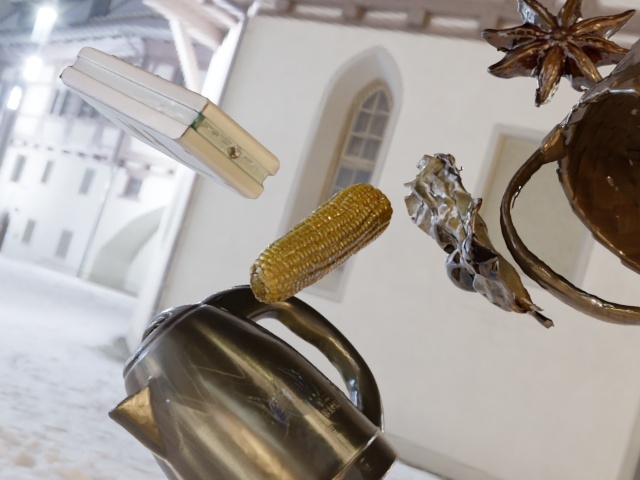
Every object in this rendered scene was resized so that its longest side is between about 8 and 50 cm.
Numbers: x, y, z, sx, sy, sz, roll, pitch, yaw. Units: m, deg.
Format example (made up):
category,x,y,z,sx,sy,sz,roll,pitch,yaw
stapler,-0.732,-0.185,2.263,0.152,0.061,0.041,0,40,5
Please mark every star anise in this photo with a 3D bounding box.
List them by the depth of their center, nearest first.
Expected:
category,x,y,z,sx,sy,sz,roll,pitch,yaw
star anise,0.391,-0.305,1.496,0.272,0.272,0.102,16,-25,19

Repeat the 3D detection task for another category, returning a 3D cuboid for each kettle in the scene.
category,x,y,z,sx,sy,sz,roll,pitch,yaw
kettle,-0.071,0.195,1.116,0.324,0.321,0.228,45,-40,8

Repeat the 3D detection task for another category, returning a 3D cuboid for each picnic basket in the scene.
category,x,y,z,sx,sy,sz,roll,pitch,yaw
picnic basket,0.376,-0.037,1.091,0.293,0.337,0.337,40,8,27

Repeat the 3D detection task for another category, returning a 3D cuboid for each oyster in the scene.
category,x,y,z,sx,sy,sz,roll,pitch,yaw
oyster,0.181,-0.026,1.212,0.221,0.096,0.361,61,3,-43

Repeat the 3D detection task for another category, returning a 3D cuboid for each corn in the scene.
category,x,y,z,sx,sy,sz,roll,pitch,yaw
corn,0.000,0.000,1.130,0.080,0.080,0.231,13,36,44

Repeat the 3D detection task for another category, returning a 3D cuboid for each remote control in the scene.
category,x,y,z,sx,sy,sz,roll,pitch,yaw
remote control,-0.153,-0.122,0.890,0.103,0.055,0.277,39,-7,-41
